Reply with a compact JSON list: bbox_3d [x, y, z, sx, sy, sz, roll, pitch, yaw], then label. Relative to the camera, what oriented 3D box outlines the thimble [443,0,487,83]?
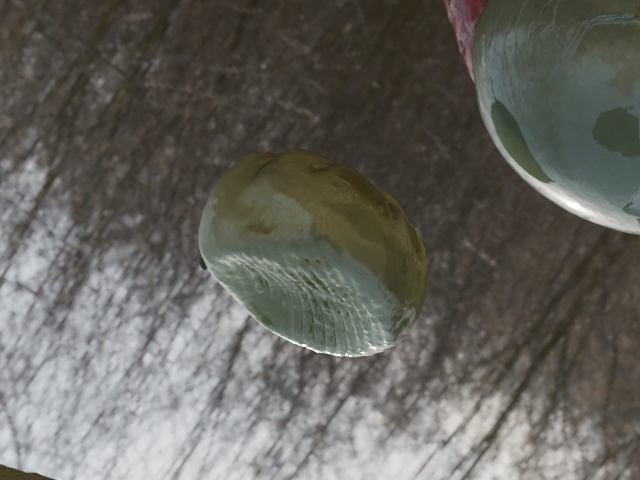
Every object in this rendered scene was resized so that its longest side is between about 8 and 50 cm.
[{"bbox_3d":[0.310,-0.338,1.497,0.350,0.350,0.231,8,-119,-69],"label":"thimble"}]

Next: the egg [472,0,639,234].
[{"bbox_3d":[0.299,-0.141,1.068,0.278,0.278,0.336,29,171,-37],"label":"egg"}]

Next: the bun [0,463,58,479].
[{"bbox_3d":[-0.137,0.286,0.778,0.349,0.227,0.352,34,162,-37],"label":"bun"}]

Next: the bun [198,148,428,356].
[{"bbox_3d":[0.000,0.000,1.330,0.259,0.160,0.259,20,152,11],"label":"bun"}]
